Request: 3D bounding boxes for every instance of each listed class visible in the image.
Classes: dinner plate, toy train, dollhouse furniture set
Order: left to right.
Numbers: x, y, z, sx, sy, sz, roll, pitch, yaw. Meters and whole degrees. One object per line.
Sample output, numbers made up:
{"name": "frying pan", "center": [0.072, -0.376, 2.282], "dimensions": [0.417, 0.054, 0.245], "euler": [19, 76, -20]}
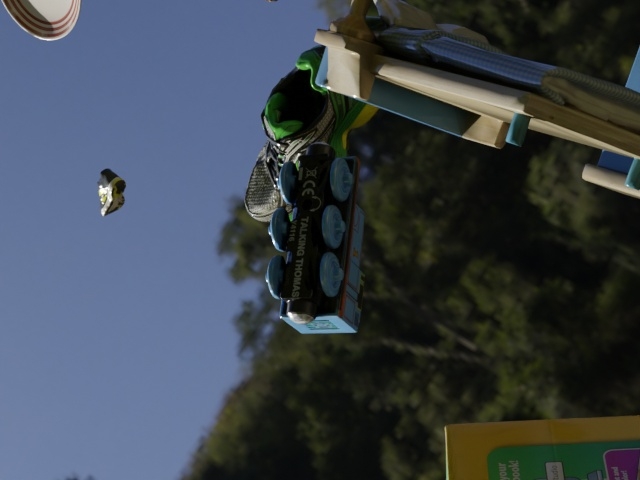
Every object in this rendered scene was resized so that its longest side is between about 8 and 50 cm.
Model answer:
{"name": "dinner plate", "center": [-0.319, -0.297, 1.771], "dimensions": [0.017, 0.141, 0.141], "euler": [-33, -41, -47]}
{"name": "toy train", "center": [0.000, 0.000, 1.507], "dimensions": [0.105, 0.080, 0.184], "euler": [45, -134, -59]}
{"name": "dollhouse furniture set", "center": [0.198, -0.131, 0.947], "dimensions": [0.303, 0.286, 0.198], "euler": [15, -85, -36]}

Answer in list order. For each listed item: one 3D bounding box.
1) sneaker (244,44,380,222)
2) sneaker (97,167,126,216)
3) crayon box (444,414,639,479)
{"name": "sneaker", "center": [-0.036, -0.153, 2.138], "dimensions": [0.146, 0.134, 0.343], "euler": [-12, -35, -37]}
{"name": "sneaker", "center": [-0.271, -0.064, 2.006], "dimensions": [0.031, 0.035, 0.083], "euler": [-27, -21, -32]}
{"name": "crayon box", "center": [0.268, 0.299, 1.326], "dimensions": [0.363, 0.313, 0.106], "euler": [-86, -10, -58]}
